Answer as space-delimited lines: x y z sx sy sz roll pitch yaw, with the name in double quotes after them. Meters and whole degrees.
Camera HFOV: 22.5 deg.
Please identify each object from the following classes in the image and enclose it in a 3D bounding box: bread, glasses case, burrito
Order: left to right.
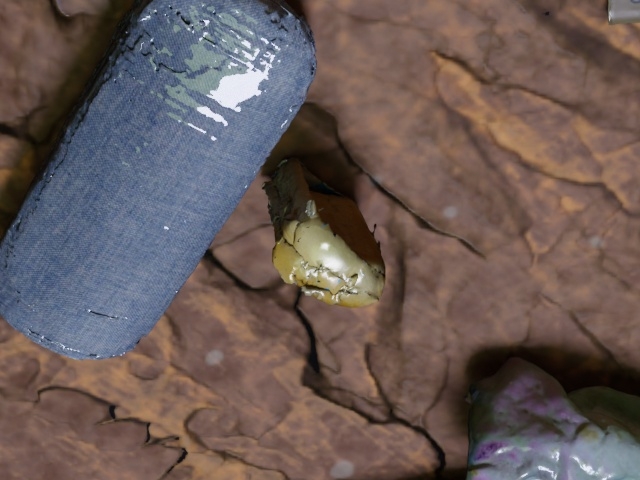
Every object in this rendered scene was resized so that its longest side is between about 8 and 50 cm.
-0.103 -0.037 0.934 0.109 0.067 0.282 27 124 -12 "glasses case"
0.000 0.000 0.929 0.072 0.106 0.053 37 105 -22 "bread"
0.199 0.160 1.022 0.228 0.144 0.089 14 168 -9 "burrito"

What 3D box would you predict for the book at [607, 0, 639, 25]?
0.250 -0.181 0.843 0.198 0.016 0.138 -3 125 6 "book"
